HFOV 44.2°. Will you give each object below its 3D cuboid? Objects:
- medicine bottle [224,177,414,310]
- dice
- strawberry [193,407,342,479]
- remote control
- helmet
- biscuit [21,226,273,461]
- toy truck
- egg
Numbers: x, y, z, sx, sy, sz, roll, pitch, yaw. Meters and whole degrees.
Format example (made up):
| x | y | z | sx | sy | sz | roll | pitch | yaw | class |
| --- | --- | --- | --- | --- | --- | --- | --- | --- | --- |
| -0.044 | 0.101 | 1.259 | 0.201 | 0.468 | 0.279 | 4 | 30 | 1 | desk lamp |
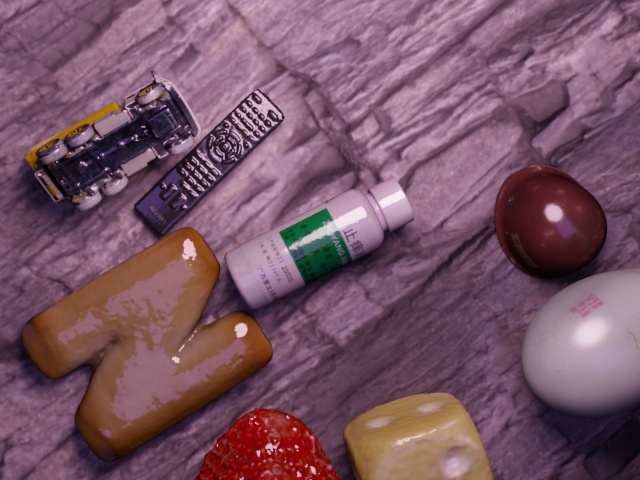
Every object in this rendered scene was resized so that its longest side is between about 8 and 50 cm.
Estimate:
| x | y | z | sx | sy | sz | roll | pitch | yaw | class |
| --- | --- | --- | --- | --- | --- | --- | --- | --- | --- |
| 0.000 | 0.000 | 1.087 | 0.260 | 0.095 | 0.095 | -29 | 95 | -3 | medicine bottle |
| 0.133 | 0.316 | 1.079 | 0.170 | 0.169 | 0.166 | -17 | 94 | -4 | dice |
| -0.064 | 0.391 | 1.058 | 0.261 | 0.257 | 0.261 | -4 | 116 | -9 | strawberry |
| -0.154 | -0.110 | 1.100 | 0.245 | 0.025 | 0.063 | -43 | 95 | -1 | remote control |
| 0.335 | -0.028 | 1.113 | 0.155 | 0.106 | 0.175 | -27 | 91 | -4 | helmet |
| -0.237 | 0.144 | 1.090 | 0.291 | 0.062 | 0.236 | -30 | 95 | -4 | biscuit |
| -0.278 | -0.131 | 1.044 | 0.227 | 0.114 | 0.098 | -31 | 117 | -2 | toy truck |
| 0.400 | 0.136 | 1.088 | 0.264 | 0.183 | 0.182 | -29 | 96 | -10 | egg |
